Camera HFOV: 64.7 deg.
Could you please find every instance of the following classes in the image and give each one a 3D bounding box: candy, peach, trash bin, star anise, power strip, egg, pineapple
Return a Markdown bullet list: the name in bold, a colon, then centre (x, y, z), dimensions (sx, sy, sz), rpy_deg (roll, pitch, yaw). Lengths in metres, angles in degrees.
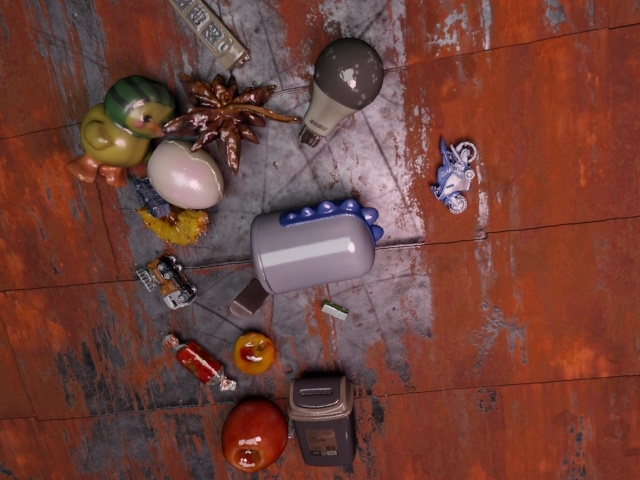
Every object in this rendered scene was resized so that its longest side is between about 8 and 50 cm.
- **candy**: centre (-0.402, 0.409, 1.681), dimensions (0.292, 0.059, 0.086), rpy_deg (42, 104, -6)
- **peach**: centre (-0.216, 0.361, 1.608), dimensions (0.138, 0.138, 0.138), rpy_deg (2, 107, 7)
- **trash bin**: centre (0.013, 0.563, 1.612), dimensions (0.209, 0.182, 0.291), rpy_deg (-6, 111, 9)
- **star anise**: centre (-0.250, -0.344, 1.382), dimensions (0.349, 0.109, 0.292), rpy_deg (34, 88, -5)
- **power strip**: centre (-0.311, -0.591, 1.379), dimensions (0.080, 0.048, 0.286), rpy_deg (-39, 97, 15)
- **egg**: centre (-0.373, -0.181, 1.436), dimensions (0.217, 0.183, 0.183), rpy_deg (28, 108, 1)
- **pineapple**: centre (-0.437, -0.041, 1.523), dimensions (0.233, 0.079, 0.135), rpy_deg (15, 135, 18)

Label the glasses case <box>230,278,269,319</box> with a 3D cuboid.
- **glasses case**: centre (-0.206, 0.175, 1.516), dimensions (0.072, 0.190, 0.042), rpy_deg (25, 110, 4)

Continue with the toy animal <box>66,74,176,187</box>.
- **toy animal**: centre (-0.555, -0.320, 1.417), dimensions (0.338, 0.216, 0.191), rpy_deg (-46, 69, 16)

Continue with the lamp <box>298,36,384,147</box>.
- **lamp**: centre (0.055, -0.373, 1.338), dimensions (0.181, 0.182, 0.314), rpy_deg (19, 122, 2)

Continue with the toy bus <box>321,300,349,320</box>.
- **toy bus**: centre (0.047, 0.219, 1.574), dimensions (0.083, 0.037, 0.031), rpy_deg (25, 109, -1)

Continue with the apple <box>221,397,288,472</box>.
- **apple**: centre (-0.216, 0.634, 1.652), dimensions (0.218, 0.201, 0.218), rpy_deg (1, 112, 1)

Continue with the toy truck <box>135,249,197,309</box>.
- **toy truck**: centre (-0.484, 0.136, 1.601), dimensions (0.115, 0.080, 0.178), rpy_deg (-28, 100, 20)

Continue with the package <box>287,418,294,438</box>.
- **package**: centre (-0.100, 0.633, 1.729), dimensions (0.037, 0.015, 0.110), rpy_deg (12, 109, -2)

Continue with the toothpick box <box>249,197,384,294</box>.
- **toothpick box**: centre (0.000, 0.000, 1.407), dimensions (0.354, 0.263, 0.263), rpy_deg (-11, 105, 9)

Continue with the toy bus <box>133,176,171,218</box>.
- **toy bus**: centre (-0.498, -0.128, 1.489), dimensions (0.065, 0.166, 0.047), rpy_deg (-23, 137, -24)

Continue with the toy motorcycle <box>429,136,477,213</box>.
- **toy motorcycle**: centre (0.365, -0.178, 1.399), dimensions (0.114, 0.076, 0.205), rpy_deg (10, 107, 12)
